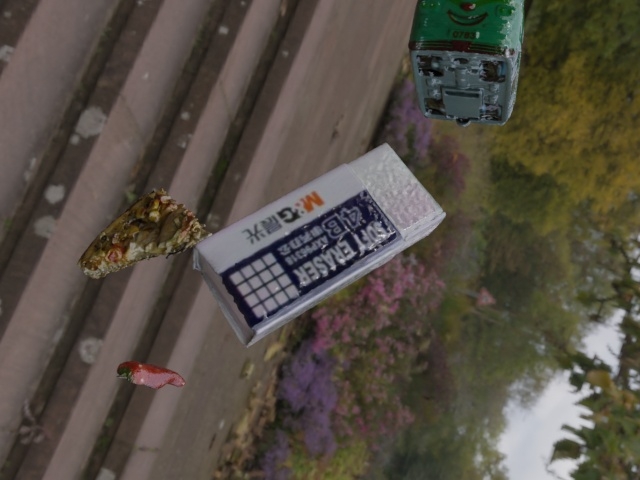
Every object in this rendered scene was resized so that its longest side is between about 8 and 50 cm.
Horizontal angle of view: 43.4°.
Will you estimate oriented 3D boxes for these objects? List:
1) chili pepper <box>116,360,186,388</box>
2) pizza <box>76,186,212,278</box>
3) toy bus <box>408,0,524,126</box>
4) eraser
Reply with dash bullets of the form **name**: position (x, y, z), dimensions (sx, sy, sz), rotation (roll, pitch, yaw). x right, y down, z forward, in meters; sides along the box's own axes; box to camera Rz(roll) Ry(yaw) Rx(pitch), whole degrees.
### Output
- **chili pepper**: position (-0.233, 0.194, 1.148), dimensions (0.027, 0.045, 0.178), rotation (-64, 152, -5)
- **pizza**: position (-0.370, -0.005, 1.623), dimensions (0.251, 0.074, 0.287), rotation (-38, -150, -19)
- **toy bus**: position (0.260, -0.340, 1.394), dimensions (0.343, 0.183, 0.200), rotation (48, 52, -75)
- **eraser**: position (0.000, 0.000, 0.966), dimensions (0.287, 0.130, 0.086), rotation (-31, 167, -22)
